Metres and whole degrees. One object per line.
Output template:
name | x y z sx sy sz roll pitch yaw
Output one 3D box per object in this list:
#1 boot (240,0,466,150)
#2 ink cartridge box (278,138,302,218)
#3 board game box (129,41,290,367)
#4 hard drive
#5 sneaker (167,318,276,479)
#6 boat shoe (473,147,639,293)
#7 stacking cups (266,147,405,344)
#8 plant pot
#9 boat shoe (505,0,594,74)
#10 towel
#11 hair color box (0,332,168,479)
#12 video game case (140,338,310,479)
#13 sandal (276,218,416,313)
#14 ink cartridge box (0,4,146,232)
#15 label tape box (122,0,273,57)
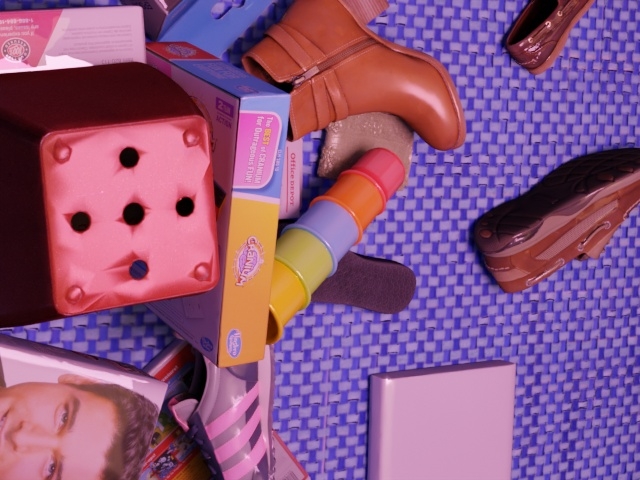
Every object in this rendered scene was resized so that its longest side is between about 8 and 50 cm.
boot | 0.045 -0.187 1.880 0.220 0.109 0.283 -42 107 -30
ink cartridge box | -0.085 -0.079 1.865 0.180 0.060 0.104 -5 99 -32
board game box | -0.137 -0.047 1.693 0.064 0.242 0.316 -7 115 -33
hard drive | 0.170 0.355 2.097 0.233 0.047 0.353 -3 99 -31
sneaker | -0.127 0.241 1.841 0.131 0.112 0.319 -2 93 -16
boat shoe | 0.366 -0.030 2.132 0.324 0.122 0.120 -27 116 -18
stacking cups | 0.000 0.000 1.843 0.316 0.096 0.096 -46 119 -38
plant pot | -0.240 -0.042 1.529 0.267 0.236 0.267 -9 101 -30
boat shoe | 0.335 -0.336 2.084 0.073 0.073 0.207 38 77 -32
towel | 0.064 -0.124 1.972 0.148 0.027 0.110 5 95 -33
hair color box | -0.382 0.200 1.674 0.374 0.114 0.185 17 88 -29
video game case | -0.157 0.280 1.893 0.204 0.025 0.285 -44 117 -19
sandal | 0.016 0.041 1.957 0.254 0.054 0.097 24 93 -37
ink cartridge box | -0.309 -0.123 1.684 0.207 0.117 0.283 -8 101 -31
label tape box | -0.156 -0.394 1.746 0.249 0.115 0.347 -48 117 -17
